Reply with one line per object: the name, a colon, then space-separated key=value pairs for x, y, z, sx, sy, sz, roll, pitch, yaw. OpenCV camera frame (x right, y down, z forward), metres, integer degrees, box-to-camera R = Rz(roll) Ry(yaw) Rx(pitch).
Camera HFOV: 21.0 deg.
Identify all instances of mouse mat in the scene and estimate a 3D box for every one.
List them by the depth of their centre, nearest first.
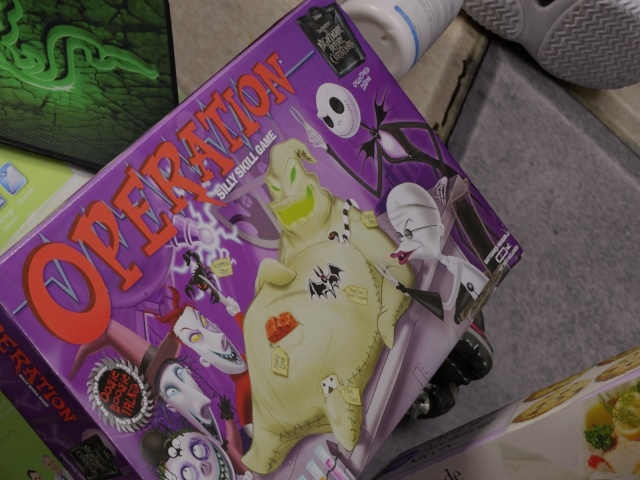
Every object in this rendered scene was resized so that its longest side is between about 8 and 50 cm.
mouse mat: x=-0.155 y=-0.110 z=0.924 sx=0.190 sy=0.007 sz=0.152 roll=15 pitch=53 yaw=-35

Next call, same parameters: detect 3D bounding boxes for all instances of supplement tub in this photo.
supplement tub: x=0.055 y=-0.166 z=1.273 sx=0.071 sy=0.071 sz=0.107 roll=48 pitch=43 yaw=-7

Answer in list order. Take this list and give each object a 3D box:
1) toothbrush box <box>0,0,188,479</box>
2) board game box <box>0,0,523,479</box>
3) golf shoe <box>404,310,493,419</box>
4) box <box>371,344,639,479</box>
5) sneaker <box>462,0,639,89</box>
toothbrush box: x=-0.160 y=-0.013 z=0.950 sx=0.283 sy=0.122 sz=0.206 roll=45 pitch=43 yaw=-8
board game box: x=-0.026 y=0.020 z=0.925 sx=0.208 sy=0.056 sz=0.347 roll=49 pitch=42 yaw=-6
golf shoe: x=0.000 y=0.000 z=1.117 sx=0.273 sy=0.105 sz=0.120 roll=44 pitch=28 yaw=-19
box: x=0.153 y=0.114 z=0.995 sx=0.067 sy=0.324 sz=0.063 roll=-34 pitch=92 yaw=-47
sneaker: x=0.147 y=-0.292 z=1.392 sx=0.366 sy=0.137 sz=0.210 roll=34 pitch=46 yaw=-28
